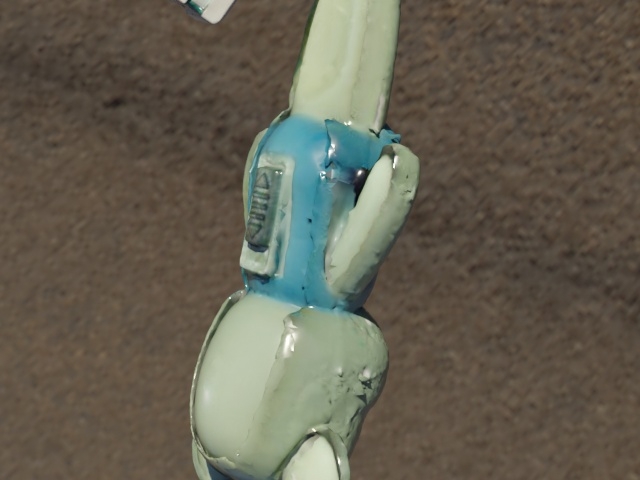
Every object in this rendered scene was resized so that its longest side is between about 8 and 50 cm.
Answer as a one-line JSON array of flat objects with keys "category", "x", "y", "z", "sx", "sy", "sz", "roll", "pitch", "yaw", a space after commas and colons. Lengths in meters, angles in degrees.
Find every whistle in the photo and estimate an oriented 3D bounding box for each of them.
[{"category": "whistle", "x": 0.000, "y": 0.000, "z": 0.703, "sx": 0.114, "sy": 0.077, "sz": 0.235, "roll": 12, "pitch": 91, "yaw": 57}]

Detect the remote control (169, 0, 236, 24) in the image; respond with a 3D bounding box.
[{"category": "remote control", "x": -0.021, "y": -0.285, "z": 1.295, "sx": 0.055, "sy": 0.277, "sz": 0.103, "roll": 34, "pitch": -178, "yaw": -13}]
